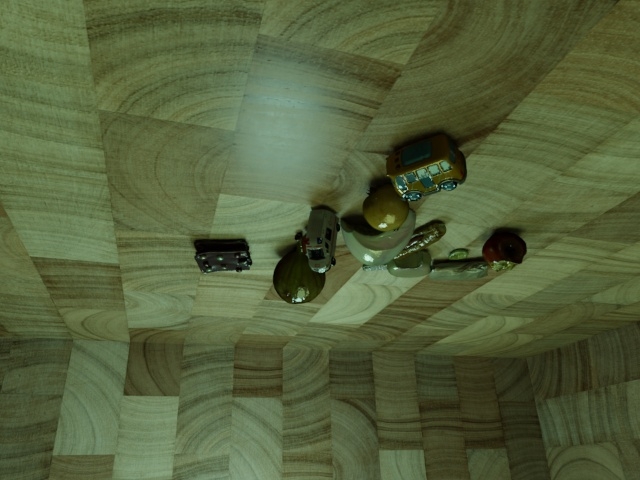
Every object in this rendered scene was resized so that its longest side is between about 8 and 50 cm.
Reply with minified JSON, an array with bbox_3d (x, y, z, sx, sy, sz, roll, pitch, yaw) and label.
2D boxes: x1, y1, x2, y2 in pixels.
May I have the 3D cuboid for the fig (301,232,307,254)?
[{"bbox_3d":[0.008,0.009,1.850,0.150,0.128,0.128,-21,166,-31],"label":"fig"}]

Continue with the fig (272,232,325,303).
[{"bbox_3d":[-0.074,0.097,1.979,0.217,0.217,0.320,2,132,-8],"label":"fig"}]

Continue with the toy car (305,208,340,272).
[{"bbox_3d":[0.000,0.000,1.711,0.090,0.209,0.108,-1,160,28],"label":"toy car"}]

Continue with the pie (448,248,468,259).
[{"bbox_3d":[0.568,0.059,2.091,0.084,0.021,0.084,-4,152,-2],"label":"pie"}]

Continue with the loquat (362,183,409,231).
[{"bbox_3d":[0.204,-0.103,1.582,0.137,0.163,0.163,-35,159,-15],"label":"loquat"}]

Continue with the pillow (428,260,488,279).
[{"bbox_3d":[0.601,0.132,2.196,0.270,0.067,0.173,-4,160,5],"label":"pillow"}]

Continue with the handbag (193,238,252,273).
[{"bbox_3d":[-0.378,0.068,1.988,0.216,0.073,0.203,0,155,-4],"label":"handbag"}]

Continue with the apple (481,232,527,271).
[{"bbox_3d":[0.696,0.044,1.933,0.156,0.147,0.158,-34,166,-8],"label":"apple"}]

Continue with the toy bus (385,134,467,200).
[{"bbox_3d":[0.284,-0.204,1.401,0.210,0.126,0.136,-16,143,29],"label":"toy bus"}]

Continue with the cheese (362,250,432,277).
[{"bbox_3d":[0.317,0.105,2.103,0.287,0.082,0.163,-4,154,7],"label":"cheese"}]

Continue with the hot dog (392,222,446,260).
[{"bbox_3d":[0.363,0.011,1.925,0.083,0.068,0.289,6,153,-32],"label":"hot dog"}]

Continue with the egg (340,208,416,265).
[{"bbox_3d":[0.208,0.007,1.793,0.271,0.161,0.206,-6,153,10],"label":"egg"}]
